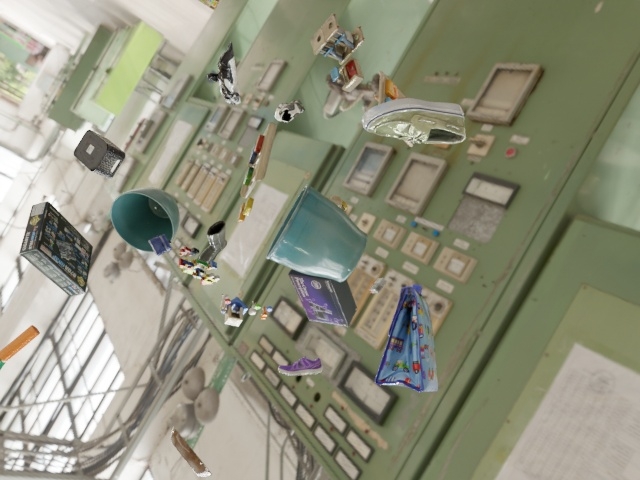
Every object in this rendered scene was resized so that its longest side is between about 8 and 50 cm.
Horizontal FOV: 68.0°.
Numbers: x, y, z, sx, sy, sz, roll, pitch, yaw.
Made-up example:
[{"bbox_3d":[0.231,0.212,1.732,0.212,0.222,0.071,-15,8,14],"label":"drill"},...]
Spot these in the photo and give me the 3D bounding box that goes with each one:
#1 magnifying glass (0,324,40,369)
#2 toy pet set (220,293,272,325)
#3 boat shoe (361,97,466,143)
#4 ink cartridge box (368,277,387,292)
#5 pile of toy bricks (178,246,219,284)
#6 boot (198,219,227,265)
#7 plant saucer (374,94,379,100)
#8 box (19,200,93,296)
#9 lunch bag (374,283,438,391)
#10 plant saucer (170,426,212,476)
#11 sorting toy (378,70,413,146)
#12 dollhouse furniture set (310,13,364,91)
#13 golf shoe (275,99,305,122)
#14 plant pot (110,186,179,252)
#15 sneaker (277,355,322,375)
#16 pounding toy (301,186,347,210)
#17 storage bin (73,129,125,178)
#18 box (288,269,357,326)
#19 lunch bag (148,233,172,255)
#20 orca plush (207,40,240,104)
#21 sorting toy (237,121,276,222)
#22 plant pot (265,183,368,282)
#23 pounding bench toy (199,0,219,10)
[{"bbox_3d":[-0.731,0.279,1.055,0.092,0.231,0.026,41,163,23],"label":"magnifying glass"},{"bbox_3d":[-0.199,0.164,1.205,0.122,0.114,0.065,15,-134,-23],"label":"toy pet set"},{"bbox_3d":[0.254,-0.300,1.225,0.302,0.094,0.109,-7,160,-20],"label":"boat shoe"},{"bbox_3d":[0.239,0.194,2.028,0.029,0.063,0.115,41,167,-6],"label":"ink cartridge box"},{"bbox_3d":[-0.531,0.113,1.981,0.212,0.105,0.118,34,-143,-50],"label":"pile of toy bricks"},{"bbox_3d":[-0.498,0.016,2.182,0.076,0.190,0.208,35,158,2],"label":"boot"},{"bbox_3d":[0.218,-0.475,1.635,0.083,0.013,0.083,31,-162,-11],"label":"plant saucer"},{"bbox_3d":[-0.724,0.026,1.319,0.220,0.051,0.175,72,-176,-52],"label":"box"},{"bbox_3d":[0.265,0.268,1.344,0.138,0.294,0.221,3,165,25],"label":"lunch bag"},{"bbox_3d":[-0.424,0.689,1.527,0.198,0.036,0.199,37,150,25],"label":"plant saucer"},{"bbox_3d":[0.257,-0.440,1.576,0.038,0.208,0.193,-20,145,36],"label":"sorting toy"},{"bbox_3d":[0.072,-0.623,1.582,0.129,0.184,0.129,4,153,-39],"label":"dollhouse furniture set"},{"bbox_3d":[-0.157,-0.553,2.066,0.077,0.094,0.198,53,151,-20],"label":"golf shoe"},{"bbox_3d":[-0.745,-0.120,2.111,0.290,0.290,0.195,30,-149,-5],"label":"plant pot"},{"bbox_3d":[-0.078,0.478,1.808,0.169,0.071,0.068,-2,159,-9],"label":"sneaker"},{"bbox_3d":[0.041,-0.137,1.870,0.182,0.110,0.237,28,157,24],"label":"pounding toy"},{"bbox_3d":[-0.861,-0.336,1.845,0.180,0.122,0.084,35,-177,29],"label":"storage bin"},{"bbox_3d":[0.013,0.197,1.800,0.184,0.103,0.261,2,132,29],"label":"box"},{"bbox_3d":[-0.569,0.013,1.698,0.067,0.065,0.098,65,159,-11],"label":"lunch bag"},{"bbox_3d":[-0.339,-0.559,1.640,0.102,0.151,0.287,-8,178,-7],"label":"orca plush"},{"bbox_3d":[-0.229,-0.225,1.600,0.041,0.308,0.229,17,163,-20],"label":"sorting toy"},{"bbox_3d":[0.000,0.000,1.520,0.255,0.272,0.271,30,180,-8],"label":"plant pot"},{"bbox_3d":[-0.345,-0.733,1.407,0.083,0.052,0.065,36,-163,10],"label":"pounding bench toy"}]
